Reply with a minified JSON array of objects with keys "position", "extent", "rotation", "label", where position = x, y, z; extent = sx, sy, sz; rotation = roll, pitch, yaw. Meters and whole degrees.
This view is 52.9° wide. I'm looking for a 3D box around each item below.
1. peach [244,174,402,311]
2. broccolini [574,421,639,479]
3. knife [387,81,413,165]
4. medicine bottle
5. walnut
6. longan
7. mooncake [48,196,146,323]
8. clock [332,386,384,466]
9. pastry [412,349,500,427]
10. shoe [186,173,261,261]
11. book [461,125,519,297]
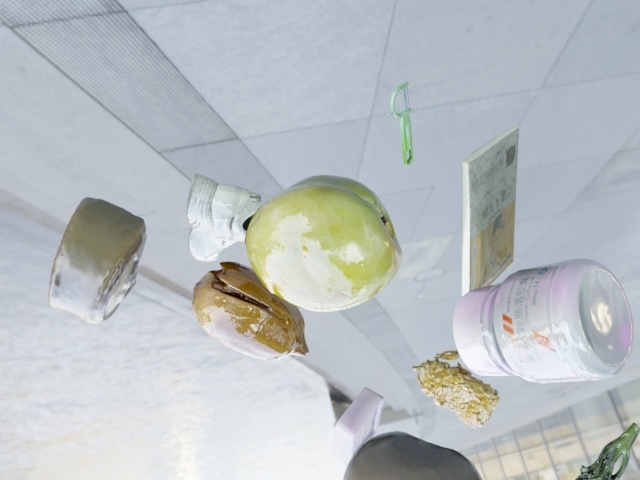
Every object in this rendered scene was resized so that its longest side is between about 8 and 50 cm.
[{"position":[0.008,0.003,1.386],"extent":[0.316,0.281,0.314],"rotation":[-26,113,31],"label":"peach"},{"position":[0.608,0.472,1.357],"extent":[0.202,0.091,0.068],"rotation":[-45,173,-16],"label":"broccolini"},{"position":[0.160,-0.217,1.264],"extent":[0.054,0.015,0.212],"rotation":[-34,144,-13],"label":"knife"},{"position":[0.455,0.177,1.342],"extent":[0.241,0.240,0.302],"rotation":[4,165,-37],"label":"medicine bottle"},{"position":[-0.165,0.191,1.621],"extent":[0.336,0.208,0.209],"rotation":[37,138,-11],"label":"walnut"},{"position":[0.137,0.387,0.956],"extent":[0.213,0.198,0.198],"rotation":[27,146,-8],"label":"longan"},{"position":[-0.725,0.075,2.128],"extent":[0.246,0.392,0.394],"rotation":[24,176,-7],"label":"mooncake"},{"position":[0.102,0.507,1.745],"extent":[0.150,0.063,0.197],"rotation":[-44,152,-35],"label":"clock"},{"position":[0.385,0.412,1.829],"extent":[0.102,0.250,0.154],"rotation":[-12,130,-52],"label":"pastry"},{"position":[-0.246,-0.036,1.745],"extent":[0.211,0.132,0.342],"rotation":[10,146,-1],"label":"shoe"},{"position":[0.421,-0.061,1.591],"extent":[0.032,0.388,0.269],"rotation":[16,-144,37],"label":"book"}]
